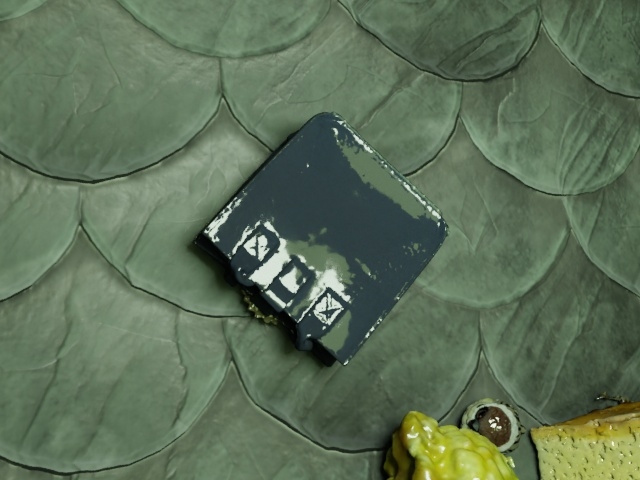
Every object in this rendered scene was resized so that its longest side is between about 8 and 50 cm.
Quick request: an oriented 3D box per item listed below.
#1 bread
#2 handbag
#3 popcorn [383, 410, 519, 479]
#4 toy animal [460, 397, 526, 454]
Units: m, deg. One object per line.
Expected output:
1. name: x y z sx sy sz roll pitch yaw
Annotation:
1. bread: 0.545 0.394 1.314 0.315 0.279 0.249 11 70 -62
2. handbag: 0.000 0.000 1.177 0.303 0.122 0.329 43 67 -7
3. popcorn: 0.182 0.388 1.118 0.237 0.206 0.251 -39 81 -8
4. toy animal: 0.304 0.313 1.229 0.137 0.098 0.098 10 75 -18
